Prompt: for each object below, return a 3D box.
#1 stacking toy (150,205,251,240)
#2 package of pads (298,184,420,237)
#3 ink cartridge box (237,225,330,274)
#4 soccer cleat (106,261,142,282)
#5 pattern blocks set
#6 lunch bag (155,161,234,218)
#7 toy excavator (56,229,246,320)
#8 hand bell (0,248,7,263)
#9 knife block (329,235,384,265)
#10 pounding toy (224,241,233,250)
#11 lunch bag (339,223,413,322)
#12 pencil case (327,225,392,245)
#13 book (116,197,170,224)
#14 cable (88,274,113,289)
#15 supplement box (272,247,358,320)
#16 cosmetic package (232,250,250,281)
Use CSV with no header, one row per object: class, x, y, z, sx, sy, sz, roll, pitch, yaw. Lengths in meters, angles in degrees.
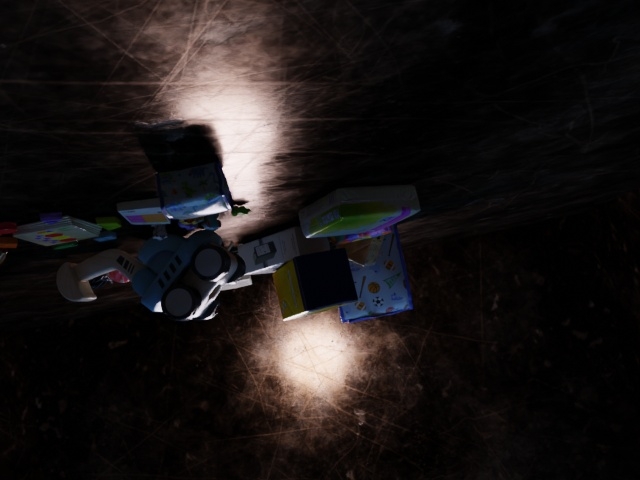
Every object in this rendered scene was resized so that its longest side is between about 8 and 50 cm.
stacking toy,-0.320,-0.048,1.460,0.167,0.052,0.221,-18,170,42
package of pads,0.110,-0.087,1.627,0.297,0.101,0.229,-5,169,-33
ink cartridge box,-0.138,0.042,2.091,0.289,0.121,0.211,-18,170,33
soccer cleat,-0.679,0.108,2.027,0.095,0.082,0.248,18,-167,29
pattern blocks set,-0.622,-0.023,1.293,0.286,0.026,0.325,-10,172,-12
lunch bag,-0.249,-0.090,1.107,0.129,0.096,0.151,-11,162,-2
toy excavator,-0.523,0.094,1.678,0.432,0.445,0.222,-53,169,0
hand bell,-0.894,0.079,1.446,0.242,0.126,0.126,-29,164,28
knife block,0.114,-0.004,2.135,0.242,0.275,0.088,24,-168,30
pounding toy,-0.388,0.078,2.043,0.141,0.130,0.100,-10,-176,-11
lunch bag,0.207,0.143,2.359,0.328,0.385,0.239,-13,172,4
pencil case,0.137,-0.050,1.942,0.237,0.104,0.104,-13,172,12
book,-0.412,-0.065,1.282,0.097,0.035,0.144,-7,171,-9
cable,-0.913,0.167,2.152,0.185,0.047,0.150,-8,171,-21
supplement box,-0.030,0.169,2.006,0.194,0.195,0.356,-10,171,-19
cosmetic package,-0.384,0.132,2.369,0.153,0.129,0.296,-12,172,-9
